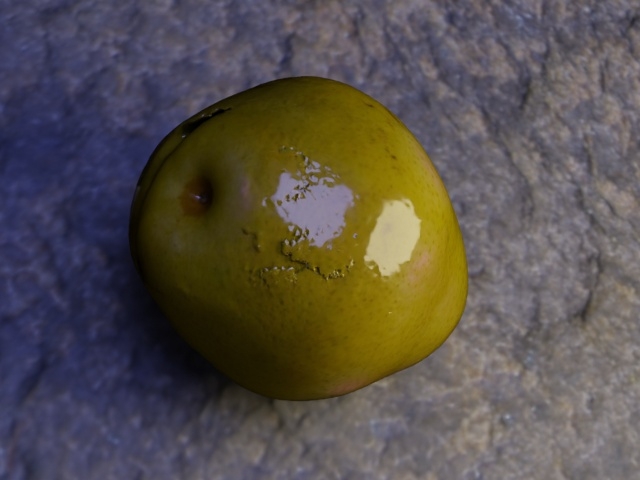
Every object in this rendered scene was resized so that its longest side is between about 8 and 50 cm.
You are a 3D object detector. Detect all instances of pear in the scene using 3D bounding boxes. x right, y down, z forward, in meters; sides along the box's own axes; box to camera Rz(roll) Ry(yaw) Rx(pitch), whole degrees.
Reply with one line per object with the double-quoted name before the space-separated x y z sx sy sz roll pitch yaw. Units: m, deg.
"pear" -0.008 0.010 0.970 0.336 0.285 0.285 52 51 -43
